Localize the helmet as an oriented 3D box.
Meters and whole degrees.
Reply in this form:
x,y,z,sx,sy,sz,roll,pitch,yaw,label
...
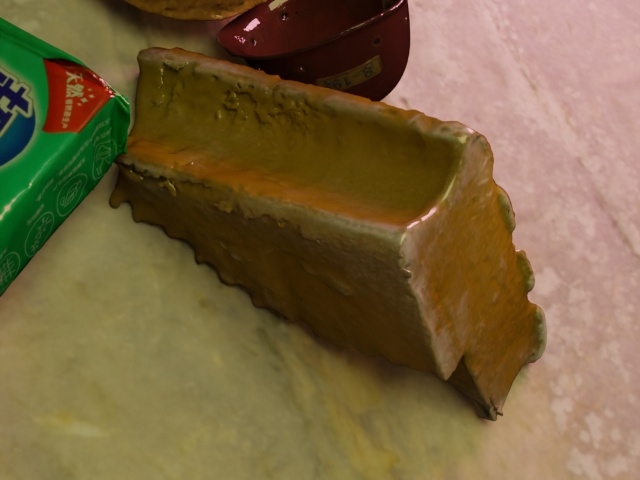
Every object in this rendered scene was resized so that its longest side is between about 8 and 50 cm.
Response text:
x,y,z,sx,sy,sz,roll,pitch,yaw,label
0.005,-0.161,1.305,0.175,0.155,0.106,-20,120,-8,helmet

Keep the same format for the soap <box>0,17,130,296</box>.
x,y,z,sx,sy,sz,roll,pitch,yaw,label
-0.280,-0.036,1.126,0.218,0.098,0.273,30,60,11,soap

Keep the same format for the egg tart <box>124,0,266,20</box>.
x,y,z,sx,sy,sz,roll,pitch,yaw,label
-0.115,-0.305,1.282,0.202,0.147,0.203,6,58,-10,egg tart

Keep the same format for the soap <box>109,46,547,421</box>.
x,y,z,sx,sy,sz,roll,pitch,yaw,label
0.000,0.000,1.278,0.338,0.304,0.169,18,60,31,soap
